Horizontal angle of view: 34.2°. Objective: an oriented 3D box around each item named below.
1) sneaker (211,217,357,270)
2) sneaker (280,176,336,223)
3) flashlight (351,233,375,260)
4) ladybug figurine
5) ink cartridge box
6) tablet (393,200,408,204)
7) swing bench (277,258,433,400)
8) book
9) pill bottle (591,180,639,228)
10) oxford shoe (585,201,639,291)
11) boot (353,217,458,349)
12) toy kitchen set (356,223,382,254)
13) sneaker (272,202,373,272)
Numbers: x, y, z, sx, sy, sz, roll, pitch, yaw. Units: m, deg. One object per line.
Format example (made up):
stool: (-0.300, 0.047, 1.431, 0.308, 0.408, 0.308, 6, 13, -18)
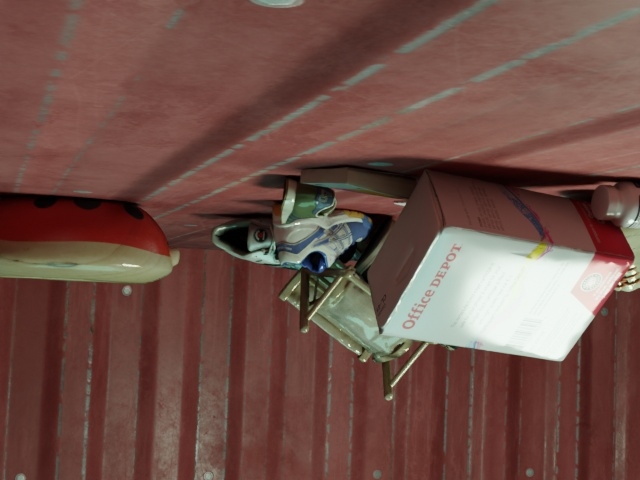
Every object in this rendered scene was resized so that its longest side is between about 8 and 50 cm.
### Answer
sneaker: (-0.087, 0.007, 2.258, 0.330, 0.122, 0.146, 0, 178, 25)
sneaker: (-0.018, -0.057, 1.648, 0.086, 0.064, 0.192, 7, 173, -2)
flashlight: (0.172, 0.017, 2.463, 0.304, 0.103, 0.103, 2, 150, 26)
ladybug figurine: (-0.511, 0.000, 2.105, 0.449, 0.162, 0.305, 3, 176, -9)
ink cartridge box: (0.252, 0.041, 1.489, 0.306, 0.131, 0.226, 12, 130, -19)
tablet: (0.174, -0.065, 1.882, 0.054, 0.006, 0.083, 0, 175, 34)
swing bench: (0.073, 0.159, 2.159, 0.253, 0.165, 0.255, 38, -177, -18)
book: (0.056, -0.082, 1.496, 0.144, 0.035, 0.096, 6, 178, -43)
pill bottle: (0.446, -0.050, 1.462, 0.120, 0.067, 0.067, 4, 176, -16)
oxford shoe: (0.519, 0.011, 1.741, 0.140, 0.146, 0.397, 0, 176, 37)
boot: (0.215, 0.104, 2.264, 0.284, 0.138, 0.377, 34, 163, 8)
toy kitchen set: (0.097, -0.029, 2.372, 0.068, 0.075, 0.083, -40, -166, 26)
sneaker: (0.000, 0.000, 2.050, 0.112, 0.131, 0.296, -3, 175, 36)
